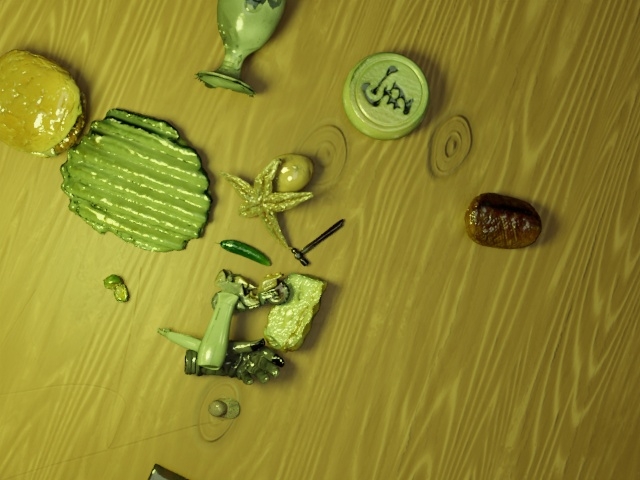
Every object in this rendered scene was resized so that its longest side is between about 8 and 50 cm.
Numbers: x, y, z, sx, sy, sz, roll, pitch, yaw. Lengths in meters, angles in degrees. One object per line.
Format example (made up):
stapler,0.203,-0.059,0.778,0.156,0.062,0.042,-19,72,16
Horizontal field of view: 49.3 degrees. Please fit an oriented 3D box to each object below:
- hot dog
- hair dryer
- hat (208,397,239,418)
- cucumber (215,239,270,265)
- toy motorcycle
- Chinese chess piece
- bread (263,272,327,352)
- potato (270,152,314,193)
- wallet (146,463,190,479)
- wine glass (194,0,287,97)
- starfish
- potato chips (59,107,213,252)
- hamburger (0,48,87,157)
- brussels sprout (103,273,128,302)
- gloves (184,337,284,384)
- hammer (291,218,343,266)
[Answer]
hot dog,0.522,-0.055,2.008,0.227,0.099,0.160,15,87,-6
hair dryer,-0.343,0.235,1.888,0.237,0.075,0.206,2,68,27
hat,-0.270,0.470,1.945,0.087,0.042,0.058,12,88,-6
cucumber,-0.215,0.028,1.965,0.168,0.039,0.039,23,86,-8
toy motorcycle,-0.202,0.131,1.928,0.229,0.094,0.129,-11,89,13
Chinese chess piece,0.187,-0.410,1.985,0.251,0.101,0.250,0,88,-5
bread,-0.071,0.200,1.950,0.128,0.088,0.231,22,82,19
potato,-0.085,-0.185,1.951,0.147,0.112,0.112,-20,91,4
wallet,-0.394,0.743,1.926,0.229,0.049,0.181,26,86,-6
wine glass,-0.212,-0.582,1.911,0.191,0.190,0.356,19,92,-5
starfish,-0.136,-0.106,1.917,0.231,0.048,0.295,-31,103,26
potato chips,-0.496,-0.165,1.930,0.429,0.070,0.358,22,91,-2
hamburger,-0.765,-0.362,1.859,0.283,0.144,0.259,23,86,0
brussels sprout,-0.563,0.131,1.924,0.046,0.051,0.083,-15,117,22
gloves,-0.240,0.325,1.914,0.286,0.119,0.142,7,116,9
hammer,0.000,0.000,1.998,0.178,0.021,0.065,-38,93,-8
